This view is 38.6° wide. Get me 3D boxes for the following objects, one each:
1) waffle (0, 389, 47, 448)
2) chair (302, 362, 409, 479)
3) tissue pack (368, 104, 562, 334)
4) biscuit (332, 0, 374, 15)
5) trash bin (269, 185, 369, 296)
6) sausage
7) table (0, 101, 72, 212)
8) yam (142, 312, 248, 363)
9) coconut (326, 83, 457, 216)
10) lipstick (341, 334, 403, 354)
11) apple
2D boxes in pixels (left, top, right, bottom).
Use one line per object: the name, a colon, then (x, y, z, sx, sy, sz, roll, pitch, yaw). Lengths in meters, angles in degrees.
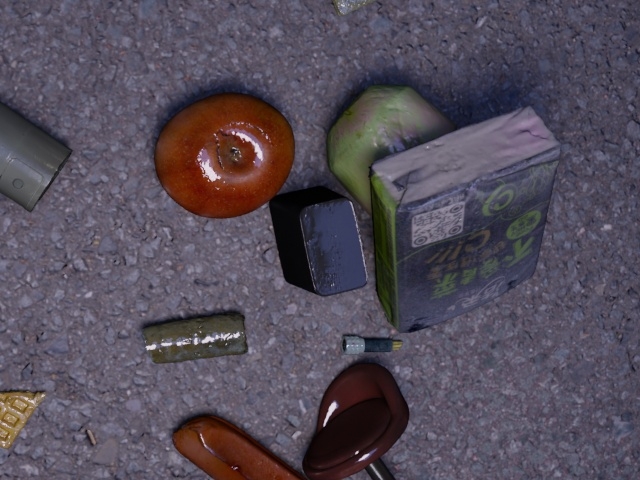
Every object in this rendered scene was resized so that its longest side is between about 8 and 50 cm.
waffle: (-0.577, 0.257, 1.536, 0.191, 0.032, 0.125, 35, 89, -15)
chair: (0.123, 0.436, 1.614, 0.226, 0.226, 0.401, -34, 100, -7)
tissue pack: (0.232, -0.019, 1.521, 0.288, 0.394, 0.124, -22, 57, -8)
biscuit: (0.047, -0.507, 1.595, 0.121, 0.040, 0.199, -25, 101, -7)
trash bin: (0.000, 0.000, 1.539, 0.115, 0.225, 0.165, -13, 98, -12)
sausage: (-0.116, 0.416, 1.623, 0.330, 0.102, 0.102, 39, 87, -14)
table: (-0.524, -0.157, 1.460, 0.220, 0.126, 0.126, 34, 88, -14)
yam: (-0.216, 0.171, 1.587, 0.179, 0.078, 0.078, -8, 97, -12)
coconut: (0.133, -0.149, 1.566, 0.236, 0.204, 0.236, 3, 78, -12)
lipstick: (0.097, 0.194, 1.680, 0.116, 0.037, 0.037, 4, 95, -17)
apple: (-0.154, -0.142, 1.518, 0.235, 0.173, 0.210, -40, 103, -7)
